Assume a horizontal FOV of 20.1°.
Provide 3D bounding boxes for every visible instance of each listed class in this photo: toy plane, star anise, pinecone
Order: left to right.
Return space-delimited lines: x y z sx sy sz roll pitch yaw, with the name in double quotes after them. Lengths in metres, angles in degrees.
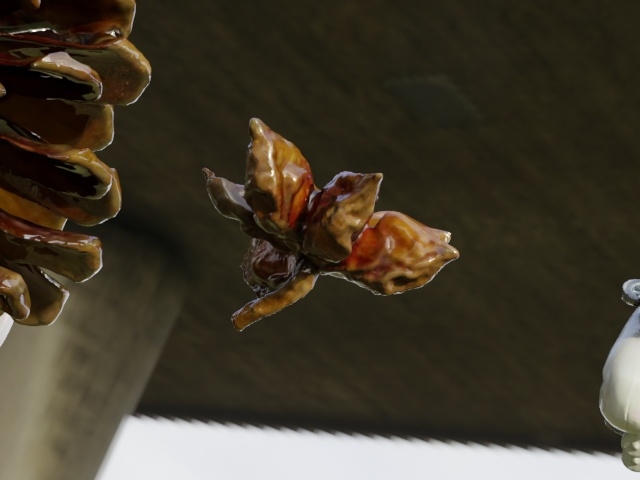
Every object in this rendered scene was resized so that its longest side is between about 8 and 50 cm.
-0.271 -0.076 1.153 0.384 0.384 0.384 19 -25 9 "pinecone"
0.006 -0.003 1.350 0.196 0.111 0.212 4 -32 -3 "star anise"
0.243 0.078 1.234 0.080 0.174 0.174 18 -24 25 "toy plane"

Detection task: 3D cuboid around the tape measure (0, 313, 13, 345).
-0.333 0.042 1.424 0.105 0.196 0.178 27 -26 41 "tape measure"
